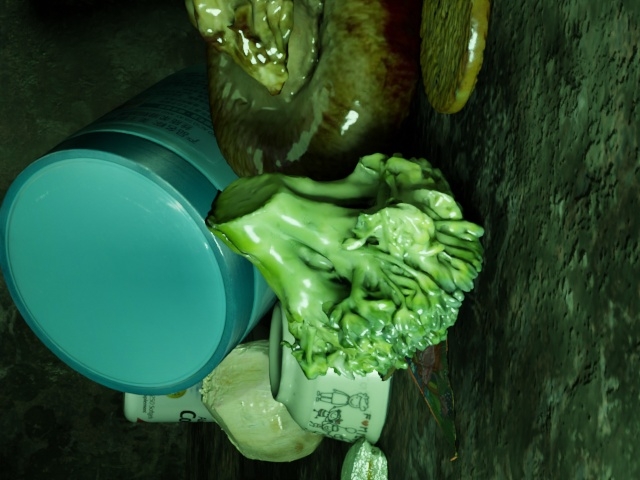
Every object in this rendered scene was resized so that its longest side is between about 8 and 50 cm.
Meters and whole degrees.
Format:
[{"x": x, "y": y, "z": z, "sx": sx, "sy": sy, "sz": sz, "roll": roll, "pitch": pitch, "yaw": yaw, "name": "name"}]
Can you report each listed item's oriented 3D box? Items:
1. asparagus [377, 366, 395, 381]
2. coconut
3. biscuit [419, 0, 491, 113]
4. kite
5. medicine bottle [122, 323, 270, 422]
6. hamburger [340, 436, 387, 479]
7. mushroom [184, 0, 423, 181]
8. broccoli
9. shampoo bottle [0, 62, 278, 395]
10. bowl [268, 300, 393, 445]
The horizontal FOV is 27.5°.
[{"x": 0.082, "y": 0.086, "z": 1.491, "sx": 0.036, "sy": 0.030, "sz": 0.165, "roll": -136, "pitch": 48, "yaw": -62, "name": "asparagus"}, {"x": -0.061, "y": 0.222, "z": 1.849, "sx": 0.194, "sy": 0.194, "sz": 0.194, "roll": -179, "pitch": 90, "yaw": -79, "name": "coconut"}, {"x": 0.132, "y": -0.217, "z": 1.275, "sx": 0.188, "sy": 0.027, "sz": 0.188, "roll": -177, "pitch": 90, "yaw": -80, "name": "biscuit"}, {"x": 0.109, "y": 0.091, "z": 1.387, "sx": 0.234, "sy": 0.016, "sz": 0.321, "roll": 115, "pitch": 154, "yaw": -64, "name": "kite"}, {"x": -0.164, "y": 0.208, "z": 2.062, "sx": 0.157, "sy": 0.288, "sz": 0.157, "roll": -179, "pitch": 90, "yaw": -80, "name": "medicine bottle"}, {"x": 0.050, "y": 0.297, "z": 1.584, "sx": 0.084, "sy": 0.054, "sz": 0.121, "roll": 159, "pitch": 115, "yaw": -83, "name": "hamburger"}, {"x": -0.043, "y": -0.199, "z": 1.417, "sx": 0.334, "sy": 0.356, "sz": 0.331, "roll": 1, "pitch": 106, "yaw": 50, "name": "mushroom"}, {"x": 0.017, "y": -0.002, "z": 1.253, "sx": 0.288, "sy": 0.245, "sz": 0.248, "roll": -10, "pitch": 48, "yaw": 49, "name": "broccoli"}, {"x": -0.180, "y": -0.029, "z": 1.680, "sx": 0.343, "sy": 0.331, "sz": 0.331, "roll": -48, "pitch": -29, "yaw": -54, "name": "shampoo bottle"}, {"x": 0.005, "y": 0.139, "z": 1.642, "sx": 0.238, "sy": 0.126, "sz": 0.238, "roll": -178, "pitch": 90, "yaw": -80, "name": "bowl"}]
